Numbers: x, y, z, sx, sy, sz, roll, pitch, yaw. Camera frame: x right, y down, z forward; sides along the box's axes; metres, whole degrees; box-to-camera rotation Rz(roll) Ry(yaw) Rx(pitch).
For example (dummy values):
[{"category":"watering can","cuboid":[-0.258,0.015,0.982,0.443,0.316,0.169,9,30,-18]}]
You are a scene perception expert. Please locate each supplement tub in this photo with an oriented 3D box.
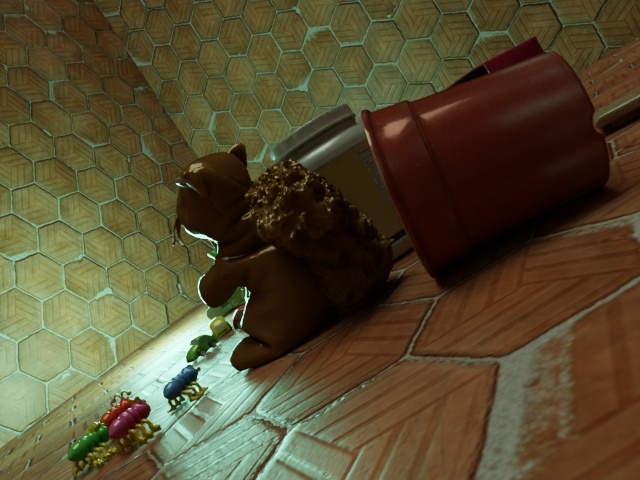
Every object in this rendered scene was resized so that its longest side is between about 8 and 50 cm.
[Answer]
[{"category":"supplement tub","cuboid":[0.060,-0.104,1.141,0.241,0.331,0.241,-32,4,3]}]

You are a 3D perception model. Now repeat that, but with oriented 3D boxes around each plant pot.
[{"category":"plant pot","cuboid":[0.235,-0.119,0.746,0.265,0.272,0.272,-23,7,15]}]

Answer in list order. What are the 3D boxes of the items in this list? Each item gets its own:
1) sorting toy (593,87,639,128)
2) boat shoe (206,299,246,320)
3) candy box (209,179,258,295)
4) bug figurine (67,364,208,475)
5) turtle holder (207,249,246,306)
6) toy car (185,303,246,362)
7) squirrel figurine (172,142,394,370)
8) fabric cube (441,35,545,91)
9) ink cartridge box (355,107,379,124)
[{"category":"sorting toy","cuboid":[0.640,-0.280,1.017,0.193,0.038,0.208,-29,1,31]},{"category":"boat shoe","cuboid":[-0.335,0.218,1.968,0.228,0.079,0.081,-35,9,7]},{"category":"candy box","cuboid":[-0.156,0.025,1.329,0.183,0.316,0.087,-32,5,-5]},{"category":"bug figurine","cuboid":[-0.354,0.328,0.977,0.279,0.072,0.216,-30,5,24]},{"category":"turtle holder","cuboid":[-0.202,0.077,1.653,0.243,0.227,0.320,-31,5,0]},{"category":"toy car","cuboid":[-0.290,0.255,1.430,0.239,0.053,0.225,-28,6,42]},{"category":"squirrel figurine","cuboid":[-0.082,-0.018,0.931,0.397,0.370,0.281,-28,6,42]},{"category":"fabric cube","cuboid":[0.458,-0.329,1.357,0.258,0.254,0.259,-36,5,-34]},{"category":"ink cartridge box","cuboid":[0.207,-0.266,1.698,0.122,0.289,0.211,-25,-3,15]}]
